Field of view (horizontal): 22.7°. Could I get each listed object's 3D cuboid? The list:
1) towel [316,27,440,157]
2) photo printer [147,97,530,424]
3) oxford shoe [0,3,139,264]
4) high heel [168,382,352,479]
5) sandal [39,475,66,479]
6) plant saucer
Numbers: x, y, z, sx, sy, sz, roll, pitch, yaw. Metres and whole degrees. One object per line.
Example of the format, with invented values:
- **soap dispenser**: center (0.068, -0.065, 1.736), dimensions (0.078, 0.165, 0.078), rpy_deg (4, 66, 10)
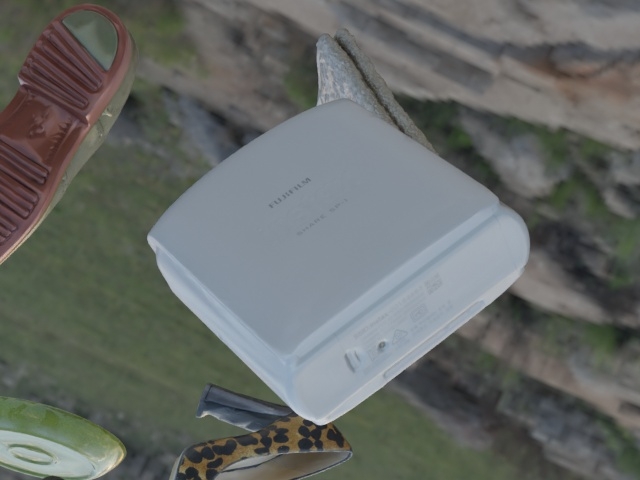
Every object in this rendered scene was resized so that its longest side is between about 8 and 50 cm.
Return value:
- **towel**: center (0.059, -0.078, 1.695), dimensions (0.187, 0.049, 0.282), rpy_deg (92, 155, -44)
- **photo printer**: center (0.000, 0.000, 1.430), dimensions (0.307, 0.256, 0.107), rpy_deg (40, 161, 50)
- **oxford shoe**: center (-0.336, -0.087, 1.880), dimensions (0.140, 0.397, 0.146), rpy_deg (39, -179, 14)
- **high heel**: center (-0.074, 0.282, 1.773), dimensions (0.186, 0.261, 0.093), rpy_deg (17, 139, 1)
- **sandal**: center (-0.342, 0.404, 1.837), dimensions (0.086, 0.120, 0.302), rpy_deg (22, 118, 18)
- **plant saucer**: center (-0.378, 0.269, 2.110), dimensions (0.241, 0.037, 0.241), rpy_deg (11, 153, 5)
